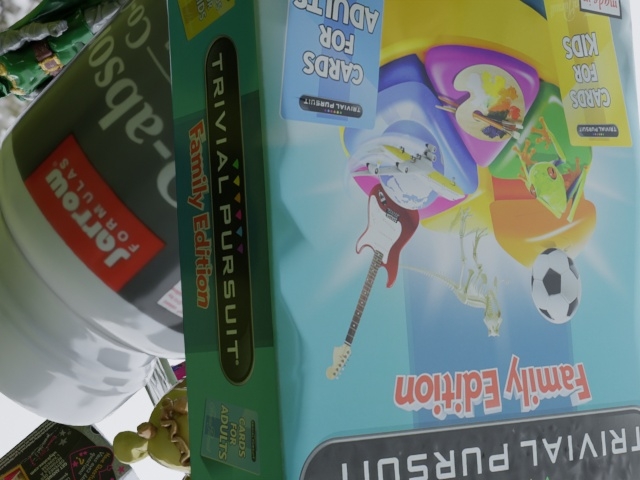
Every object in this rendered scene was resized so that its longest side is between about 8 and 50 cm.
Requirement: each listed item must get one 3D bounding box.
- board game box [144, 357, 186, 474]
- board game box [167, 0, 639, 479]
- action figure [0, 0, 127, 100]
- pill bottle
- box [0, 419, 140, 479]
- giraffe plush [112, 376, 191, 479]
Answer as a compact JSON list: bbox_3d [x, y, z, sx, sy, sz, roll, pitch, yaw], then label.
[{"bbox_3d":[-0.241,0.138,1.872,0.050,0.390,0.390,-22,-114,-14],"label":"board game box"},{"bbox_3d":[0.055,-0.005,0.648,0.079,0.254,0.336,-10,-98,51],"label":"board game box"},{"bbox_3d":[-0.222,-0.180,1.195,0.232,0.137,0.063,-22,-139,13],"label":"action figure"},{"bbox_3d":[-0.079,-0.054,0.862,0.363,0.210,0.210,-43,-143,17],"label":"pill bottle"},{"bbox_3d":[-0.312,0.350,1.705,0.163,0.247,0.142,-40,-117,-17],"label":"box"},{"bbox_3d":[-0.108,0.207,1.293,0.181,0.170,0.210,-48,-158,-7],"label":"giraffe plush"}]
